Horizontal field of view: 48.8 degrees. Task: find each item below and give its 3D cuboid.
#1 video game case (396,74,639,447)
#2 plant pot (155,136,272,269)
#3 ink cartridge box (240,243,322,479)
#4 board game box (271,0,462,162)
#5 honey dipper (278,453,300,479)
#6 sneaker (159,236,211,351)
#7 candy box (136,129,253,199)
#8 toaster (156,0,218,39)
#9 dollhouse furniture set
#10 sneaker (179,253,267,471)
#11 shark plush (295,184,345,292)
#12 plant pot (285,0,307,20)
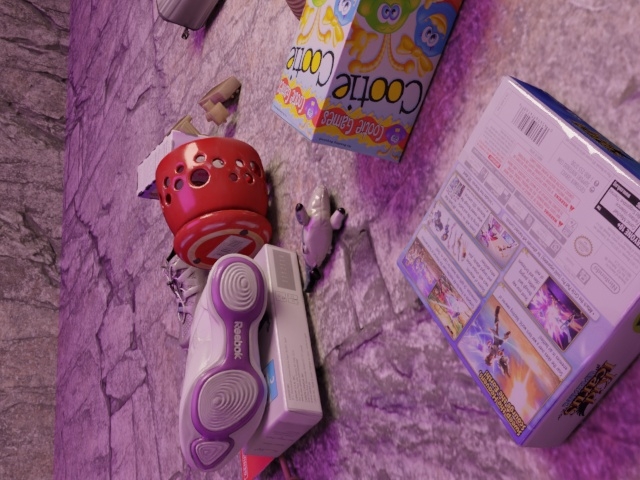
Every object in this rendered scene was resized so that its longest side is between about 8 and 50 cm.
[{"bbox_3d":[0.203,0.012,0.676,0.244,0.061,0.270,-62,35,27],"label":"video game case"},{"bbox_3d":[-0.181,-0.056,1.216,0.191,0.191,0.174,-47,47,44],"label":"plant pot"},{"bbox_3d":[-0.104,0.200,1.113,0.261,0.066,0.296,-51,36,38],"label":"ink cartridge box"},{"bbox_3d":[0.063,-0.262,0.906,0.142,0.144,0.276,47,123,53],"label":"board game box"},{"bbox_3d":[-0.056,0.329,1.062,0.031,0.030,0.161,-64,30,26],"label":"honey dipper"},{"bbox_3d":[-0.268,0.078,1.396,0.105,0.115,0.282,-22,63,55],"label":"sneaker"},{"bbox_3d":[-0.245,-0.134,1.366,0.196,0.164,0.070,-26,62,54],"label":"candy box"},{"bbox_3d":[-0.298,-0.595,1.620,0.146,0.129,0.227,-35,52,48],"label":"toaster"},{"bbox_3d":[-0.215,-0.235,1.481,0.151,0.123,0.144,-53,22,-23],"label":"dollhouse furniture set"},{"bbox_3d":[-0.140,0.181,1.031,0.152,0.114,0.305,135,146,-63],"label":"sneaker"},{"bbox_3d":[0.000,0.000,1.061,0.067,0.073,0.161,-116,21,-72],"label":"shark plush"},{"bbox_3d":[0.000,-0.438,1.095,0.237,0.109,0.238,-24,61,56],"label":"plant pot"}]
